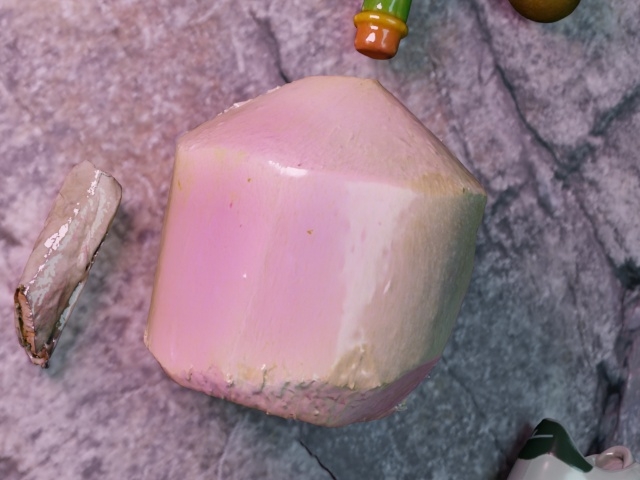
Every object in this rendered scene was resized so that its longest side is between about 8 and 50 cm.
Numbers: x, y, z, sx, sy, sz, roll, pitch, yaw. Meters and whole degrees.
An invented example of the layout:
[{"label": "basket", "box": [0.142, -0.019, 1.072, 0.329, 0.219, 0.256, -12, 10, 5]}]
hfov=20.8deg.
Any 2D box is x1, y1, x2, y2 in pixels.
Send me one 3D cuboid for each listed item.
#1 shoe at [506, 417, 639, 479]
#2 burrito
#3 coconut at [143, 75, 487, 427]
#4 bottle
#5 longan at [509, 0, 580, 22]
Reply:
[{"label": "shoe", "box": [0.270, 0.238, 1.505, 0.265, 0.095, 0.110, 24, 78, -28]}, {"label": "burrito", "box": [-0.185, 0.015, 1.241, 0.055, 0.041, 0.149, 34, 73, -42]}, {"label": "coconut", "box": [0.000, 0.000, 1.264, 0.233, 0.233, 0.245, 14, 92, -32]}, {"label": "bottle", "box": [0.066, -0.235, 1.377, 0.069, 0.069, 0.187, 19, 80, -31]}, {"label": "longan", "box": [0.188, -0.220, 1.459, 0.083, 0.075, 0.075, -53, 126, -67]}]
